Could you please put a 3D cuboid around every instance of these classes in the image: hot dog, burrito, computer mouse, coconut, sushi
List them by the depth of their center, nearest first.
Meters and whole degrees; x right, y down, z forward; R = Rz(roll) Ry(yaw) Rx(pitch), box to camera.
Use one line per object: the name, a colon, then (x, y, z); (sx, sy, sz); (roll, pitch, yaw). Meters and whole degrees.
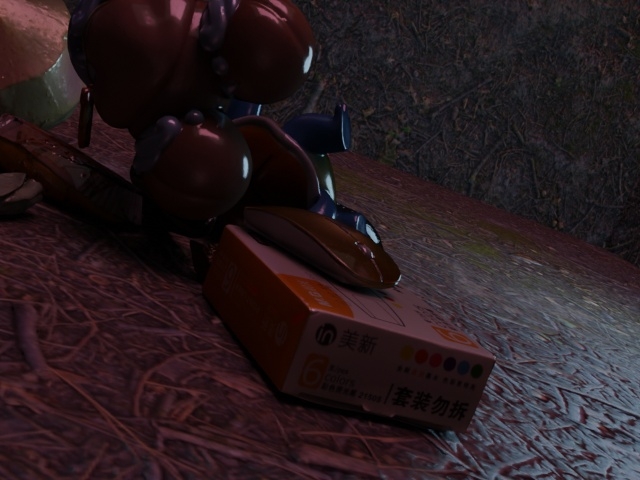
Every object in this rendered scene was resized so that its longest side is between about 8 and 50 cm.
computer mouse: (0.000, -0.002, 1.014); (0.102, 0.045, 0.199); (8, 15, -44)
burrito: (-0.349, -0.052, 1.044); (0.074, 0.044, 0.118); (24, 12, 25)
sushi: (-0.099, 0.030, 1.111); (0.118, 0.060, 0.061); (17, 16, -22)
hot dog: (-0.330, -0.088, 1.224); (0.252, 0.069, 0.131); (29, 3, 21)
coconut: (-0.487, -0.290, 1.488); (0.259, 0.259, 0.259); (21, 10, -4)

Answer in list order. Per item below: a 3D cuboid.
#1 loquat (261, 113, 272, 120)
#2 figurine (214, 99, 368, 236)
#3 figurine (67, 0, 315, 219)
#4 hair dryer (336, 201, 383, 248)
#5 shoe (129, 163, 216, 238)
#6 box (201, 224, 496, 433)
loquat: (-0.161, -0.191, 1.893); (0.195, 0.152, 0.152); (4, 10, 1)
figurine: (-0.066, -0.069, 1.347); (0.243, 0.298, 0.416); (-29, 35, -14)
figurine: (-0.190, -0.206, 1.190); (0.248, 0.277, 0.388); (24, 7, -21)
hair dryer: (-0.017, -0.034, 1.583); (0.219, 0.075, 0.195); (12, -22, 46)
shoe: (-0.187, -0.039, 1.229); (0.074, 0.077, 0.194); (-13, 32, -29)
box: (0.019, 0.085, 0.986); (0.221, 0.091, 0.274); (16, 11, -29)
